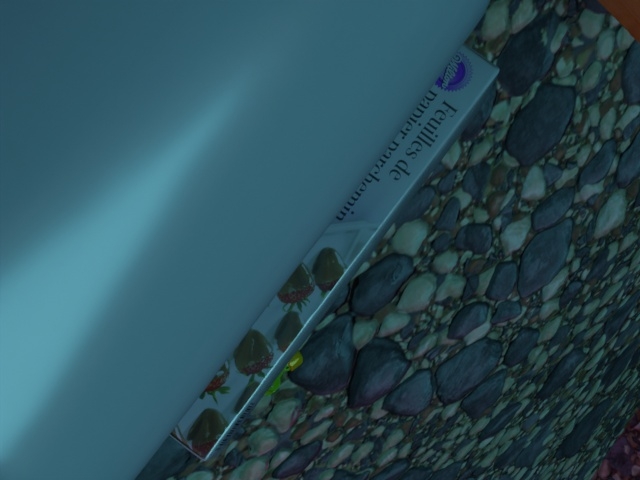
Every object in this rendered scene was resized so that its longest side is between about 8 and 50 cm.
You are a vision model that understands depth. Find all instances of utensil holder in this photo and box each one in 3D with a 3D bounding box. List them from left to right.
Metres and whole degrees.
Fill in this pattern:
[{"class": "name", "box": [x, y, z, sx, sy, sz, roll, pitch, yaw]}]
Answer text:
[{"class": "utensil holder", "box": [-0.139, -0.077, 0.520, 0.385, 0.327, 0.327, -52, 147, -9]}]

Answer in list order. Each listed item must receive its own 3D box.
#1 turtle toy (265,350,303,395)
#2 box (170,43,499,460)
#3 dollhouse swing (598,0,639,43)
[{"class": "turtle toy", "box": [-0.073, 0.131, 1.065, 0.095, 0.066, 0.130, -34, 145, -20]}, {"class": "box", "box": [0.000, 0.000, 0.654, 0.324, 0.063, 0.067, -53, 174, -7]}, {"class": "dollhouse swing", "box": [0.462, -0.393, 0.960, 0.347, 0.315, 0.305, -33, 164, -21]}]
